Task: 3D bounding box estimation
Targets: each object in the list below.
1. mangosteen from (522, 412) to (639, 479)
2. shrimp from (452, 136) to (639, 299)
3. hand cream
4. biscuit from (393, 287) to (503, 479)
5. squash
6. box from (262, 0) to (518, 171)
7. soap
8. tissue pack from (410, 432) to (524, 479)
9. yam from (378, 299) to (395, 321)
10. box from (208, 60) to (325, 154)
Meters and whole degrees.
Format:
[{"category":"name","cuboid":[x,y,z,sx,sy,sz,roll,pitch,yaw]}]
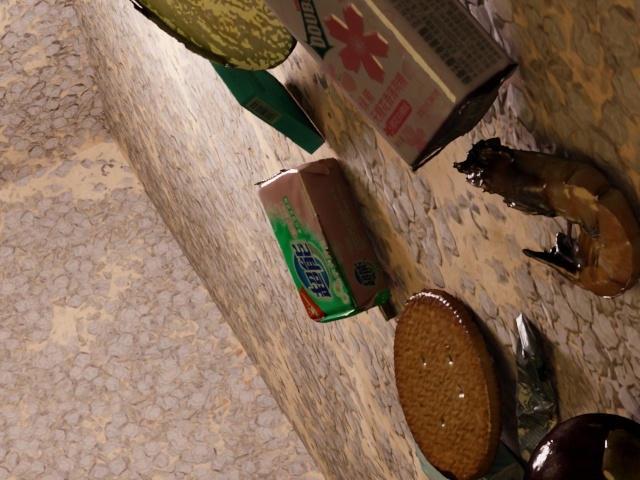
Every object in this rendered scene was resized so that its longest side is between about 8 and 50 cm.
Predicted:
[{"category":"mangosteen","cuboid":[0.332,0.294,1.573,0.210,0.210,0.210,57,165,25]},{"category":"shrimp","cuboid":[0.263,-0.025,1.513,0.289,0.075,0.178,21,140,51]},{"category":"hand cream","cuboid":[0.286,0.218,1.864,0.075,0.052,0.248,46,158,48]},{"category":"biscuit","cuboid":[0.195,0.220,2.084,0.305,0.038,0.305,38,133,56]},{"category":"squash","cuboid":[-0.168,-0.389,2.095,0.309,0.210,0.233,62,143,30]},{"category":"box","cuboid":[0.053,-0.265,1.566,0.370,0.112,0.190,49,154,6]},{"category":"soap","cuboid":[0.002,-0.001,2.331,0.218,0.098,0.273,-18,94,61]},{"category":"tissue pack","cuboid":[0.245,0.370,2.215,0.263,0.089,0.177,39,152,54]},{"category":"yam","cuboid":[0.073,0.031,2.368,0.027,0.029,0.234,-24,91,49]},{"category":"box","cuboid":[-0.095,-0.241,2.245,0.226,0.042,0.161,31,-159,-56]}]
